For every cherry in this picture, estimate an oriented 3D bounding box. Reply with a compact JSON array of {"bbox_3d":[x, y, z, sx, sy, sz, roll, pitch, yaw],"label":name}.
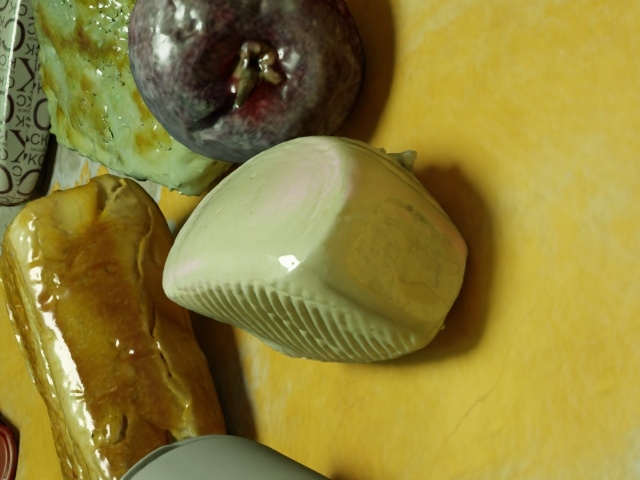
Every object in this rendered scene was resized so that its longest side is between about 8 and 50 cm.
[{"bbox_3d":[-0.064,-0.149,1.447,0.195,0.195,0.195,-16,72,60],"label":"cherry"}]

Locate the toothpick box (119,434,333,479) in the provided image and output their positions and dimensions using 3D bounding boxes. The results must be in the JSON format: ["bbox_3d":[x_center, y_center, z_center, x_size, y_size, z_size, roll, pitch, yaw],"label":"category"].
[{"bbox_3d":[-0.012,0.263,1.284,0.316,0.229,0.229,13,97,59],"label":"toothpick box"}]

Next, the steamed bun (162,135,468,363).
[{"bbox_3d":[0.000,0.000,1.339,0.239,0.170,0.152,-5,59,59],"label":"steamed bun"}]

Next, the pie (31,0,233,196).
[{"bbox_3d":[-0.181,-0.252,1.691,0.395,0.180,0.418,5,97,60],"label":"pie"}]

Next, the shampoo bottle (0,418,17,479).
[{"bbox_3d":[-0.437,0.229,2.196,0.260,0.064,0.102,27,113,60],"label":"shampoo bottle"}]

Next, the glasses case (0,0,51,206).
[{"bbox_3d":[-0.347,-0.215,2.076,0.137,0.085,0.354,21,104,60],"label":"glasses case"}]

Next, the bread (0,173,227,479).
[{"bbox_3d":[-0.178,0.118,1.622,0.195,0.149,0.344,126,127,-64],"label":"bread"}]
